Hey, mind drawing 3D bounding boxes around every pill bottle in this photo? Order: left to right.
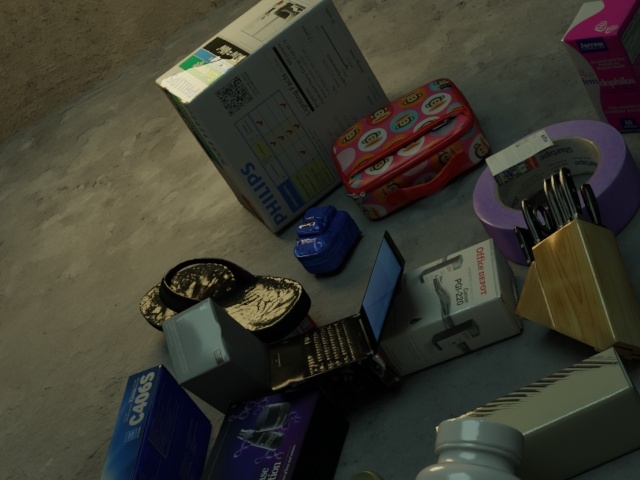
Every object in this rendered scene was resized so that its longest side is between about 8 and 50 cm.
[{"bbox_3d":[0.183,0.367,1.503,0.152,0.152,0.272,-8,61,36],"label":"pill bottle"}]

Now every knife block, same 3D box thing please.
[{"bbox_3d":[0.398,0.025,1.799,0.276,0.088,0.242,24,98,55],"label":"knife block"}]

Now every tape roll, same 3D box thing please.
[{"bbox_3d":[0.401,-0.084,2.055,0.275,0.090,0.274,-24,33,17],"label":"tape roll"}]

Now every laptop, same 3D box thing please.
[{"bbox_3d":[0.020,0.112,1.974,0.264,0.136,0.234,-20,13,1],"label":"laptop"}]

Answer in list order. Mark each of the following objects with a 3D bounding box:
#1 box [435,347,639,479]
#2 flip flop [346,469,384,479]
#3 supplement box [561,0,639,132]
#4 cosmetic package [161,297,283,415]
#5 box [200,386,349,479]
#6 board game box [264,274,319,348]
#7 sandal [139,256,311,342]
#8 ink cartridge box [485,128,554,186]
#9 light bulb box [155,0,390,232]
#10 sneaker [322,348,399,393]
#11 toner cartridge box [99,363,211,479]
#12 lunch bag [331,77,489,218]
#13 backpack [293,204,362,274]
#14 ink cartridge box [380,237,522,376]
[{"bbox_3d":[0.305,0.263,1.650,0.275,0.113,0.094,-26,31,11],"label":"box"},{"bbox_3d":[0.021,0.431,1.710,0.112,0.080,0.277,-10,39,34],"label":"flip flop"},{"bbox_3d":[0.527,-0.304,2.112,0.111,0.220,0.114,1,45,44],"label":"supplement box"},{"bbox_3d":[-0.158,0.205,2.010,0.107,0.238,0.127,-28,56,12],"label":"cosmetic package"},{"bbox_3d":[-0.084,0.368,1.879,0.184,0.103,0.261,-17,35,31],"label":"box"},{"bbox_3d":[-0.105,0.157,2.237,0.147,0.045,0.193,-39,31,-7],"label":"board game box"},{"bbox_3d":[-0.196,0.091,2.263,0.446,0.107,0.167,1,45,47],"label":"sandal"},{"bbox_3d":[0.345,-0.142,2.074,0.115,0.029,0.063,-27,31,10],"label":"ink cartridge box"},{"bbox_3d":[-0.081,-0.279,2.512,0.361,0.358,0.225,-38,29,-8],"label":"light bulb box"},{"bbox_3d":[0.060,0.222,1.985,0.077,0.072,0.178,-51,23,-17],"label":"sneaker"},{"bbox_3d":[-0.273,0.384,1.968,0.075,0.165,0.347,-22,33,21],"label":"toner cartridge box"},{"bbox_3d":[0.177,-0.169,2.365,0.293,0.120,0.258,-31,35,8],"label":"lunch bag"},{"bbox_3d":[0.000,0.000,2.305,0.098,0.101,0.120,-12,40,43],"label":"backpack"},{"bbox_3d":[0.207,0.109,1.970,0.218,0.092,0.158,-21,34,17],"label":"ink cartridge box"}]
